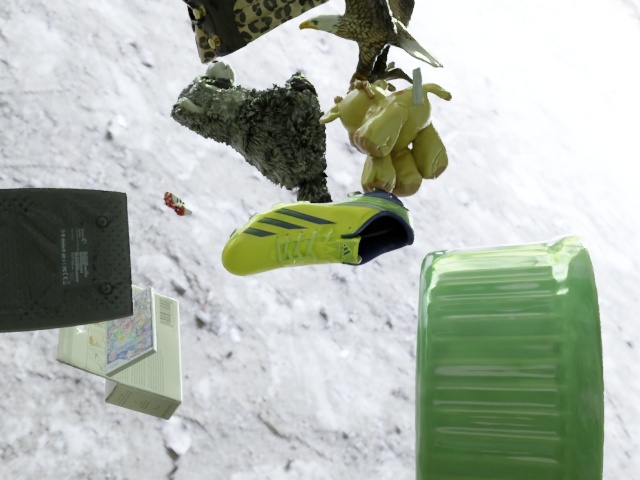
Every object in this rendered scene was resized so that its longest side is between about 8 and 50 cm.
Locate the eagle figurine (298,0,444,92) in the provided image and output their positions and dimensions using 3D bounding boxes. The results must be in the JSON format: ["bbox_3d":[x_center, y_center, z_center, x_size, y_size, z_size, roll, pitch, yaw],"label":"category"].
[{"bbox_3d":[0.069,-0.398,1.592,0.225,0.298,0.226,-14,22,-25],"label":"eagle figurine"}]

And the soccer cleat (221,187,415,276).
[{"bbox_3d":[0.000,-0.001,1.379,0.289,0.093,0.121,-15,39,-14],"label":"soccer cleat"}]

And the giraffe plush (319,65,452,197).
[{"bbox_3d":[0.093,-0.185,1.521,0.181,0.210,0.170,-5,20,-38],"label":"giraffe plush"}]

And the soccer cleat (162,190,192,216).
[{"bbox_3d":[-0.287,-0.073,1.909,0.036,0.029,0.083,7,25,-45],"label":"soccer cleat"}]

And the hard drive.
[{"bbox_3d":[-0.359,0.024,1.145,0.255,0.054,0.172,-3,87,-21],"label":"hard drive"}]

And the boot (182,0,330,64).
[{"bbox_3d":[-0.193,-0.354,1.182,0.138,0.377,0.284,-90,155,-73],"label":"boot"}]

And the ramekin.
[{"bbox_3d":[0.167,0.144,0.887,0.148,0.303,0.303,0,35,8],"label":"ramekin"}]

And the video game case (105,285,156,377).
[{"bbox_3d":[-0.278,0.132,1.386,0.011,0.087,0.122,47,21,-42],"label":"video game case"}]

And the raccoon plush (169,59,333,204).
[{"bbox_3d":[-0.138,-0.171,2.000,0.299,0.216,0.446,-13,75,-15],"label":"raccoon plush"}]

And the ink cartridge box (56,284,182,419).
[{"bbox_3d":[-0.404,0.194,1.882,0.261,0.066,0.296,24,30,-26],"label":"ink cartridge box"}]
